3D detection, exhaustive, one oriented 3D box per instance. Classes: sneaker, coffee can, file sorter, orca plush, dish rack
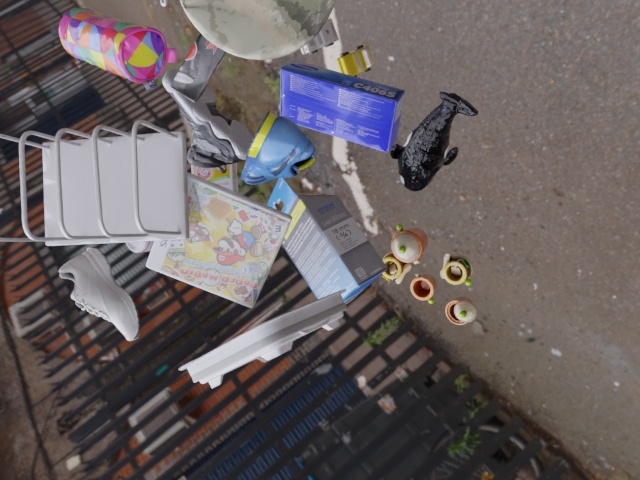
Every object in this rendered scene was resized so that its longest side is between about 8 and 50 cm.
[{"bbox_3d":[-0.291,-0.268,1.291,0.153,0.101,0.268,-30,117,37],"label":"sneaker"},{"bbox_3d":[-0.085,-0.370,0.771,0.202,0.201,0.275,59,-172,-22],"label":"coffee can"},{"bbox_3d":[-0.603,0.163,1.492,0.297,0.129,0.111,50,144,12],"label":"sneaker"},{"bbox_3d":[-0.388,-0.092,0.918,0.173,0.277,0.193,1,-94,-81],"label":"file sorter"},{"bbox_3d":[-0.057,-0.105,0.737,0.082,0.069,0.209,27,168,-8],"label":"sneaker"},{"bbox_3d":[0.247,-0.179,1.173,0.287,0.151,0.102,132,145,-52],"label":"orca plush"},{"bbox_3d":[-0.110,0.216,1.151,0.332,0.285,0.072,-33,78,38],"label":"dish rack"}]

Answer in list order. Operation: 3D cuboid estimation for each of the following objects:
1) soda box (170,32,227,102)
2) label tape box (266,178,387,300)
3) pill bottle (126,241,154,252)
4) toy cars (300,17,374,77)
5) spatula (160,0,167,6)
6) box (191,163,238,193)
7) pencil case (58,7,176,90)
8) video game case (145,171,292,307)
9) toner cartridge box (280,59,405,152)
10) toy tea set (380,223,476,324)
[{"bbox_3d":[-0.219,-0.350,1.033,0.060,0.169,0.053,33,-148,-16],"label":"soda box"},{"bbox_3d":[0.000,0.000,1.405,0.334,0.106,0.241,56,151,11],"label":"label tape box"},{"bbox_3d":[-0.458,-0.015,1.517,0.087,0.087,0.160,49,-154,18],"label":"pill bottle"},{"bbox_3d":[0.079,-0.695,1.952,0.087,0.177,0.393,-2,167,45],"label":"toy cars"},{"bbox_3d":[-0.258,-0.565,1.001,0.168,0.019,0.242,15,112,33],"label":"spatula"},{"bbox_3d":[-0.286,-0.120,1.492,0.103,0.114,0.203,-107,15,-86],"label":"box"},{"bbox_3d":[-0.362,-0.343,0.951,0.236,0.104,0.104,29,155,33],"label":"pencil case"},{"bbox_3d":[-0.197,0.002,1.045,0.226,0.206,0.026,22,-162,-8],"label":"video game case"},{"bbox_3d":[0.054,-0.382,1.532,0.347,0.075,0.165,21,135,16],"label":"toner cartridge box"},{"bbox_3d":[0.309,0.104,1.551,0.336,0.124,0.200,34,119,19],"label":"toy tea set"}]
